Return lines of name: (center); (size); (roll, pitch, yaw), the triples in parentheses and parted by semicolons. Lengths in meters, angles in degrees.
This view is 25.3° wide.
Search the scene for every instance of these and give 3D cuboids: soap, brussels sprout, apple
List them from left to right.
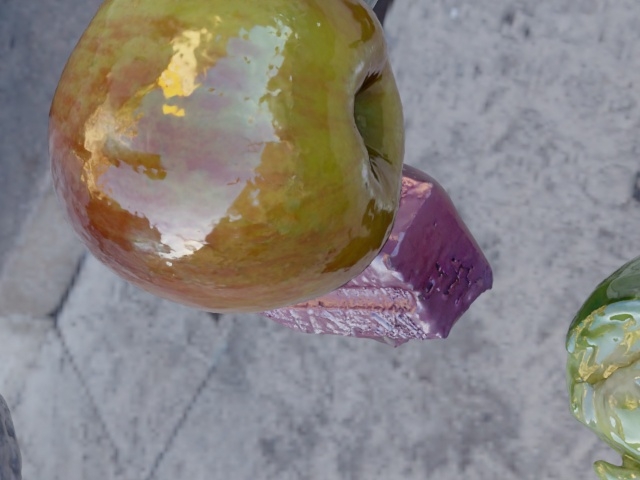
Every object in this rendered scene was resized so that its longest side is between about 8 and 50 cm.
apple: (-0.056, -0.077, 1.099); (0.301, 0.301, 0.301); (-12, 75, 53)
soap: (0.000, 0.000, 1.498); (0.325, 0.220, 0.127); (1, 45, 44)
brussels sprout: (0.447, 0.151, 1.478); (0.371, 0.315, 0.276); (48, 137, 45)

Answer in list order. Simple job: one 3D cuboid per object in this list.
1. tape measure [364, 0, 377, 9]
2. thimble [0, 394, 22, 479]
tape measure: (-0.060, -0.310, 1.438); (0.147, 0.275, 0.256); (123, 143, -50)
thimble: (-0.333, 0.177, 1.048); (0.217, 0.157, 0.245); (-27, 53, 7)
